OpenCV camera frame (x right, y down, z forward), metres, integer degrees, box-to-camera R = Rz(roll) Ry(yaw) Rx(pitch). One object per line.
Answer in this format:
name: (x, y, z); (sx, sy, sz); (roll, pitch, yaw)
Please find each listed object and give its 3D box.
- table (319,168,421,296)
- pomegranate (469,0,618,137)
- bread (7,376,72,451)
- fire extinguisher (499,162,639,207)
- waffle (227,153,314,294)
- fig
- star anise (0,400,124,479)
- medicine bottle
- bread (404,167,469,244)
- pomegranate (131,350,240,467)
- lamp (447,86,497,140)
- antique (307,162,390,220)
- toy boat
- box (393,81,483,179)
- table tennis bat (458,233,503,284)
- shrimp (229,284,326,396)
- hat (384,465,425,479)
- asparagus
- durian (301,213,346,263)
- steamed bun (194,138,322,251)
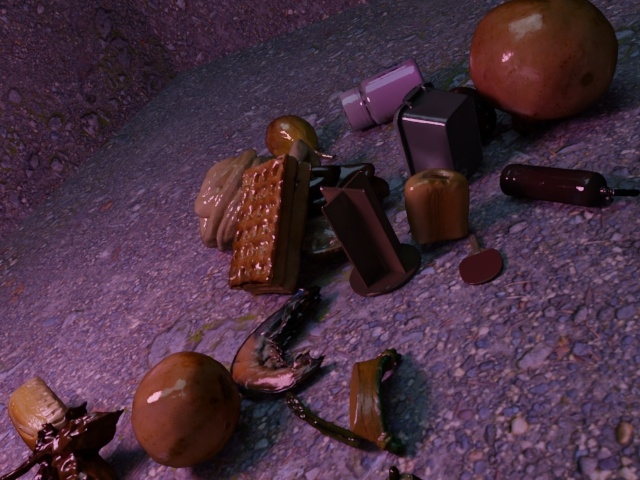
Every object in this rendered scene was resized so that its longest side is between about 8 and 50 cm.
table: (0.092, -0.021, 1.419); (0.167, 0.226, 0.167); (-22, 29, 13)
pomegranate: (0.511, -0.405, 1.590); (0.339, 0.338, 0.338); (-22, 30, 14)
bread: (-0.605, 0.395, 1.483); (0.106, 0.139, 0.236); (-40, 30, -23)
fire extinguisher: (0.495, -0.111, 1.366); (0.089, 0.072, 0.268); (-4, 12, -35)
waffle: (-0.120, -0.029, 1.578); (0.213, 0.091, 0.307); (-11, 68, 55)
fig: (-0.050, -0.298, 2.107); (0.257, 0.159, 0.159); (27, 60, 35)
star anise: (-0.507, 0.446, 1.287); (0.346, 0.148, 0.237); (-39, 61, -17)
medicine bottle: (0.196, -0.440, 2.066); (0.255, 0.152, 0.152); (-22, 30, 13)
bread: (0.243, -0.075, 1.418); (0.134, 0.173, 0.085); (-7, 40, 2)
pomegranate: (-0.248, 0.307, 1.240); (0.207, 0.207, 0.207); (-22, 30, 14)
lamp: (0.369, -0.313, 1.734); (0.157, 0.156, 0.135); (-12, -29, -38)
antique: (0.041, -0.114, 1.676); (0.257, 0.143, 0.121); (-7, -7, -5)
toy boat: (0.097, 0.259, 1.137); (0.088, 0.088, 0.229); (11, 35, -4)
box: (0.285, -0.240, 1.596); (0.135, 0.243, 0.163); (18, 52, 39)
table tennis bat: (0.315, 0.036, 1.351); (0.087, 0.013, 0.156); (-23, 31, 16)
shrimp: (-0.057, 0.202, 1.377); (0.222, 0.054, 0.290); (5, 48, 48)
hat: (0.114, 0.366, 0.963); (0.076, 0.059, 0.077); (-16, 36, 32)
asparagus: (0.000, 0.314, 1.177); (0.236, 0.027, 0.034); (14, 78, 53)
durian: (0.000, 0.000, 1.603); (0.189, 0.091, 0.148); (16, 57, 25)
steamed bun: (-0.179, -0.130, 1.847); (0.373, 0.230, 0.324); (-20, 27, 21)
